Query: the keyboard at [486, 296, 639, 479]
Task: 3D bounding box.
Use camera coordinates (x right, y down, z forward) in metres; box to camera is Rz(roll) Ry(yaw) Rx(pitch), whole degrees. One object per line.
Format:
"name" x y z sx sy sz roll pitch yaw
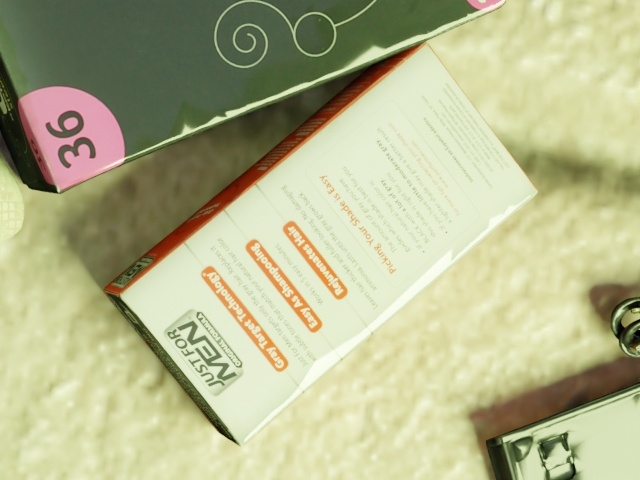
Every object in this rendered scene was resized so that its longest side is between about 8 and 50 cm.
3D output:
"keyboard" 0.151 0.065 0.762 0.180 0.023 0.108 -19 103 -14

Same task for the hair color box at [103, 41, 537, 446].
"hair color box" 0.000 0.000 0.708 0.141 0.043 0.072 -39 101 -11

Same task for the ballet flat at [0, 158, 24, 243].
"ballet flat" -0.172 -0.043 0.657 0.168 0.052 0.057 33 84 -14

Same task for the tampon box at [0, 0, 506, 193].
"tampon box" -0.043 -0.100 0.663 0.161 0.101 0.120 -24 97 -12
